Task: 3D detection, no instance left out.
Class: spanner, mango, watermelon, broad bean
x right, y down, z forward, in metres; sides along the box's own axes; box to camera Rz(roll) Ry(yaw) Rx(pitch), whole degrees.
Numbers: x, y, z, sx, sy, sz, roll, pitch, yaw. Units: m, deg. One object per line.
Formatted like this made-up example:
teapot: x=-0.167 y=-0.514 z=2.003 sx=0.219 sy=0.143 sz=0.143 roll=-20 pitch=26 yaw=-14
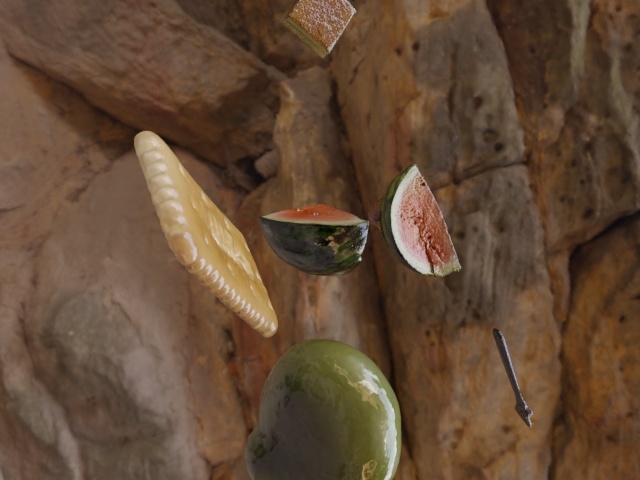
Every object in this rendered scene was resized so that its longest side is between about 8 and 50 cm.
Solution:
spanner: x=0.307 y=0.222 z=1.019 sx=0.208 sy=0.012 sz=0.046 roll=65 pitch=-7 yaw=-25
mango: x=0.158 y=-0.066 z=1.452 sx=0.127 sy=0.077 sz=0.063 roll=-37 pitch=-139 yaw=54
watermelon: x=-0.005 y=0.015 z=1.128 sx=0.137 sy=0.193 sz=0.145 roll=-53 pitch=145 yaw=-63
broad bean: x=-0.005 y=0.259 z=0.863 sx=0.119 sy=0.291 sz=0.238 roll=3 pitch=53 yaw=-38
watermelon: x=0.116 y=-0.010 z=0.857 sx=0.163 sy=0.087 sz=0.069 roll=64 pitch=34 yaw=-13

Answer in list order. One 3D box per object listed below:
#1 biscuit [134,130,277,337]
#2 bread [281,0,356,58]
biscuit: x=-0.112 y=0.002 z=0.679 sx=0.160 sy=0.030 sz=0.249 roll=64 pitch=2 yaw=30
bread: x=-0.002 y=-0.350 z=0.998 sx=0.090 sy=0.094 sz=0.035 roll=37 pitch=-17 yaw=-22
